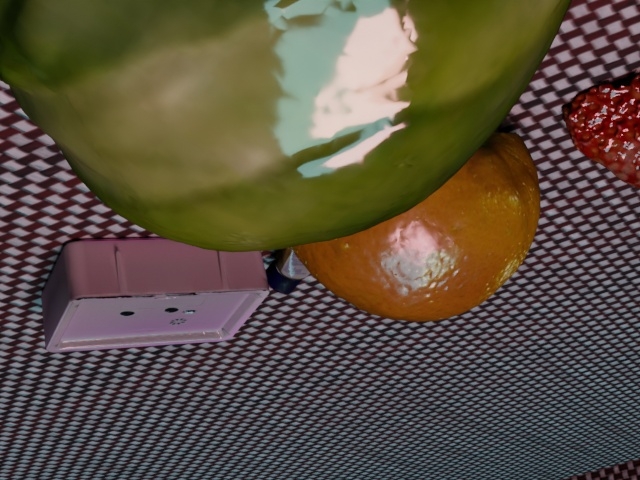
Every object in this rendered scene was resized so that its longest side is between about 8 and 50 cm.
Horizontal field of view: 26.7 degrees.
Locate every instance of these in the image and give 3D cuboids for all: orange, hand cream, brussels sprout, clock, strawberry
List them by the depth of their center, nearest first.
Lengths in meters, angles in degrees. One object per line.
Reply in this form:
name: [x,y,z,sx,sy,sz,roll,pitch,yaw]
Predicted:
brussels sprout: [-0.034,-0.155,0.600,0.276,0.315,0.371,26,150,-21]
orange: [0.088,-0.017,1.153,0.237,0.158,0.179,8,135,-37]
strawberry: [0.347,-0.091,1.168,0.236,0.106,0.175,-22,156,26]
hand cream: [0.000,0.000,1.326,0.062,0.039,0.163,7,146,-35]
clock: [-0.165,0.052,1.327,0.197,0.063,0.150,-2,157,-23]
